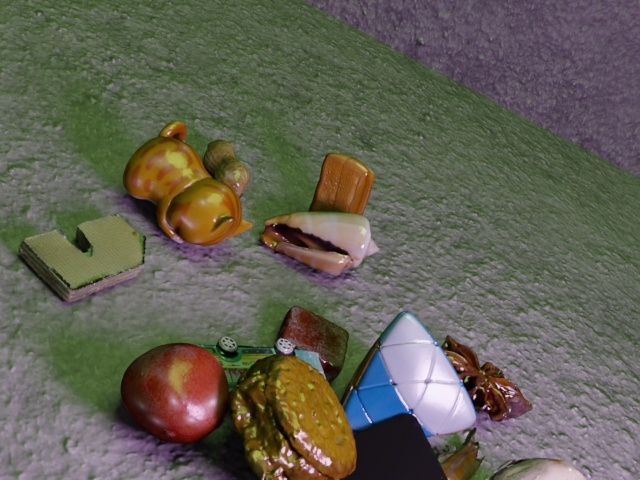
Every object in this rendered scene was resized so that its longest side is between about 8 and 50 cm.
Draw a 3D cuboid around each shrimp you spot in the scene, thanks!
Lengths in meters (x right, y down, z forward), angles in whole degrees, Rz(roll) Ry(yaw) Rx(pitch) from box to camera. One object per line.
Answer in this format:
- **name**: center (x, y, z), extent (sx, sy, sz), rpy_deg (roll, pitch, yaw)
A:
- **shrimp**: center (0.198, 0.391, 1.789), extent (0.173, 0.058, 0.253), rpy_deg (31, 30, 17)

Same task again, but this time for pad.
- **pad**: center (0.203, 0.392, 1.645), extent (0.323, 0.055, 0.250), rpy_deg (-10, 43, -14)

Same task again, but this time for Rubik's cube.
- **Rubik's cube**: center (0.177, 0.283, 1.818), extent (0.254, 0.254, 0.254), rpy_deg (22, 31, -14)

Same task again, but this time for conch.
- **conch**: center (0.001, 0.006, 2.152), extent (0.255, 0.127, 0.158), rpy_deg (10, 60, 7)

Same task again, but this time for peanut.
- **peanut**: center (-0.212, -0.166, 2.227), extent (0.089, 0.089, 0.193), rpy_deg (7, 38, -35)

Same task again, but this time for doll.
- **doll**: center (-0.276, -0.097, 1.994), extent (0.270, 0.162, 0.166), rpy_deg (49, 18, 11)

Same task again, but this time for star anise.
- **star anise**: center (0.307, 0.289, 1.999), extent (0.220, 0.099, 0.214), rpy_deg (44, 18, 31)

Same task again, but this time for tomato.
- **tomato**: center (-0.230, 0.232, 1.529), extent (0.167, 0.167, 0.167), rpy_deg (22, 31, -14)

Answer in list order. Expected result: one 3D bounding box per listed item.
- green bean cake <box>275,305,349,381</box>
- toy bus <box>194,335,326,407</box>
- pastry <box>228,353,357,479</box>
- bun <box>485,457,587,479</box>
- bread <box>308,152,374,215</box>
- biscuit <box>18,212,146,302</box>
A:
- **green bean cake**: center (-0.017, 0.199, 1.874), extent (0.135, 0.056, 0.135), rpy_deg (27, 28, -6)
- **toy bus**: center (-0.116, 0.234, 1.707), extent (0.261, 0.091, 0.109), rpy_deg (5, 45, -34)
- **pastry**: center (-0.042, 0.288, 1.552), extent (0.235, 0.132, 0.240), rpy_deg (48, 9, -51)
- **bun**: center (0.364, 0.483, 1.673), extent (0.239, 0.141, 0.239), rpy_deg (9, 75, -35)
- **bread**: center (0.049, -0.104, 2.248), extent (0.116, 0.200, 0.077), rpy_deg (28, 28, 21)
- **biscuit**: center (-0.415, 0.025, 1.789), extent (0.147, 0.046, 0.250), rpy_deg (39, 32, 17)
